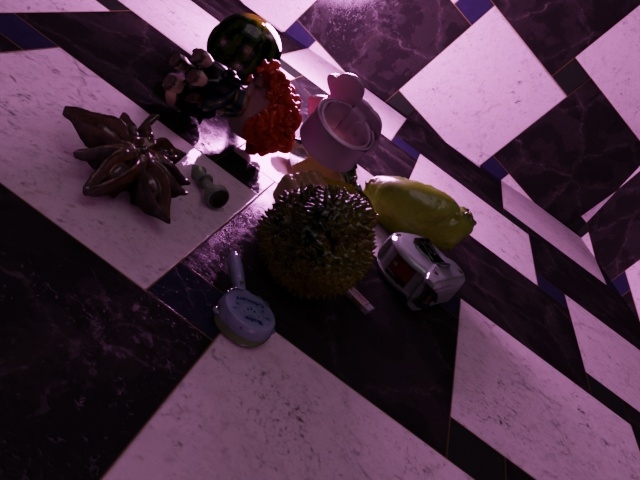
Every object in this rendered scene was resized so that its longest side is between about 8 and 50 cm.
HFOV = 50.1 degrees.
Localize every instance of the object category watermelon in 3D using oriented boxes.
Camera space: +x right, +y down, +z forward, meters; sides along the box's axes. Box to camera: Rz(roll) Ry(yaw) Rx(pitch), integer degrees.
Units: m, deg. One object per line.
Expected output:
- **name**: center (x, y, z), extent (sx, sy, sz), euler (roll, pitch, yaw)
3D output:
- **watermelon**: center (-0.265, -0.663, 2.373), extent (0.269, 0.269, 0.269), euler (31, 24, -15)

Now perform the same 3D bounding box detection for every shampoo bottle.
- **shampoo bottle**: center (-0.423, -0.465, 2.033), extent (0.080, 0.040, 0.165), euler (27, 24, -21)

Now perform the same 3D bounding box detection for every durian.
- **durian**: center (0.292, -0.092, 2.176), extent (0.340, 0.204, 0.256), euler (16, 15, -23)
- **durian**: center (0.003, 0.001, 1.481), extent (0.225, 0.291, 0.291), euler (39, 16, -42)

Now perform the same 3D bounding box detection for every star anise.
- **star anise**: center (-0.390, -0.166, 1.433), extent (0.292, 0.109, 0.349), euler (18, 39, -52)

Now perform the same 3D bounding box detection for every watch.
- **watch**: center (0.046, -0.326, 1.911), extent (0.248, 0.211, 0.217), euler (48, 41, 1)

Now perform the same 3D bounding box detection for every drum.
- **drum**: center (-0.138, 0.113, 1.330), extent (0.130, 0.049, 0.253), euler (31, 24, -14)

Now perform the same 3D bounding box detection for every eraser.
- **eraser**: center (0.090, 0.141, 1.639), extent (0.083, 0.019, 0.038), euler (44, 23, 16)

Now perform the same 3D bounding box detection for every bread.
- **bread**: center (0.000, -0.162, 1.939), extent (0.188, 0.126, 0.068), euler (64, 3, 40)

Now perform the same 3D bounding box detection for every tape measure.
- **tape measure**: center (0.278, 0.078, 1.894), extent (0.246, 0.125, 0.243), euler (48, 25, 22)

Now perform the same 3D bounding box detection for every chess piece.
- **chess piece**: center (-0.272, -0.136, 1.617), extent (0.059, 0.059, 0.149), euler (12, 26, -45)

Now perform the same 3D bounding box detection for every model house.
- **model house**: center (-0.002, -0.076, 1.721), extent (0.234, 0.174, 0.193), euler (23, 27, -38)

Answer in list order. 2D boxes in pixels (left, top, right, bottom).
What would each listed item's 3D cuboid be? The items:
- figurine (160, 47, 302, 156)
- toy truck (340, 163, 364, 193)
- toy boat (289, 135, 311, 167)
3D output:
- **figurine**: center (-0.236, -0.380, 1.877), extent (0.412, 0.306, 0.241), euler (12, 61, -23)
- **toy truck**: center (0.070, -0.171, 2.049), extent (0.135, 0.128, 0.259), euler (63, 13, -45)
- **toy boat**: center (-0.040, -0.216, 2.115), extent (0.221, 0.067, 0.291), euler (35, 35, -16)
